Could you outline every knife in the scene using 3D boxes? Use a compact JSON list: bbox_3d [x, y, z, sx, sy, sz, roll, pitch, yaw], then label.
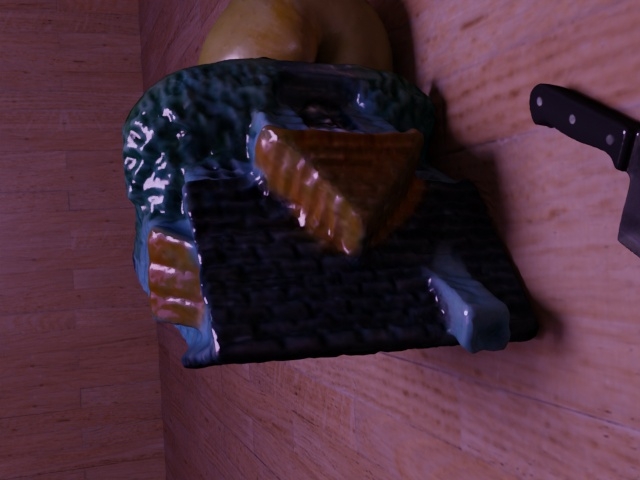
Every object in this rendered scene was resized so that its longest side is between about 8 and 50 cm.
[{"bbox_3d":[0.182,-0.019,0.417,0.245,0.019,0.072,-126,36,-54],"label":"knife"}]

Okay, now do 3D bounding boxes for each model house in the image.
[{"bbox_3d":[0.000,0.000,0.571,0.241,0.261,0.226,-130,40,-61],"label":"model house"}]

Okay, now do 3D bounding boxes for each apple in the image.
[{"bbox_3d":[-0.021,-0.152,0.737,0.200,0.200,0.200,177,90,-71],"label":"apple"}]
